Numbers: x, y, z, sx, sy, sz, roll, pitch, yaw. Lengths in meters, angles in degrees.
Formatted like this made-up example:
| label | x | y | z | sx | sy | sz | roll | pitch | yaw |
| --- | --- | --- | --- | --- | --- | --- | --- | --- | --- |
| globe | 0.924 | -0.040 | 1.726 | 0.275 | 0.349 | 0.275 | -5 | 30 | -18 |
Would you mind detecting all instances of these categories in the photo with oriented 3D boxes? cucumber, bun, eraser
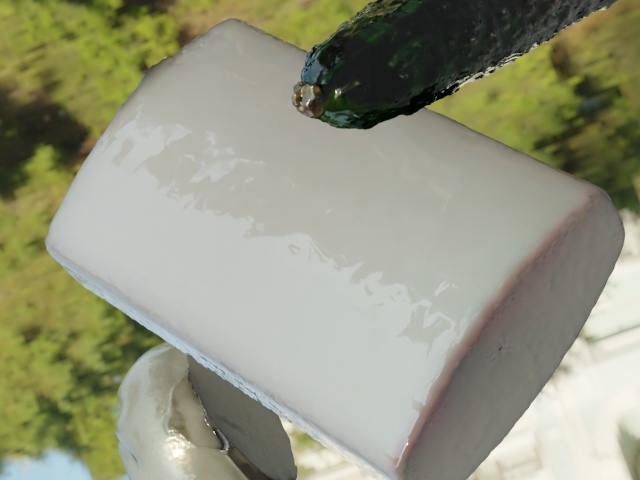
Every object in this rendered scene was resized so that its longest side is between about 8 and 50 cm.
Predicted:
| label | x | y | z | sx | sy | sz | roll | pitch | yaw |
| --- | --- | --- | --- | --- | --- | --- | --- | --- | --- |
| cucumber | 0.077 | -0.111 | 0.771 | 0.293 | 0.067 | 0.068 | -34 | -75 | -52 |
| bun | -0.107 | 0.172 | 1.355 | 0.173 | 0.120 | 0.173 | 50 | -165 | -18 |
| eraser | 0.000 | 0.000 | 0.838 | 0.270 | 0.174 | 0.095 | 29 | 167 | 38 |
